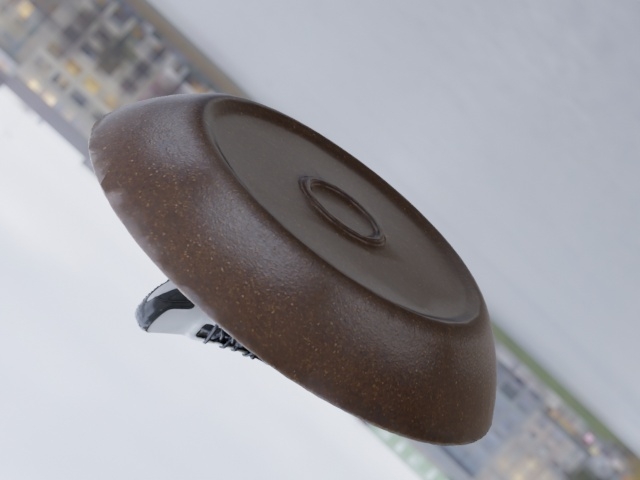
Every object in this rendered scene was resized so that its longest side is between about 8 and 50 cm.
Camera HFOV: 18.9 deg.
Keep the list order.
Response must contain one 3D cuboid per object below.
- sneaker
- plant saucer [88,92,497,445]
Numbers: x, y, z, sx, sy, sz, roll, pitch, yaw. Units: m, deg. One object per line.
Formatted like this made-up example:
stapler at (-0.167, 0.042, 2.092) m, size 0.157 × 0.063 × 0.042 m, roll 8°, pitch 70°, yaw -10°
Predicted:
sneaker at (-0.039, 0.040, 0.957) m, size 0.040 × 0.109 × 0.044 m, roll -49°, pitch 48°, yaw 54°
plant saucer at (0.000, 0.000, 0.761) m, size 0.198 × 0.036 × 0.198 m, roll 34°, pitch -161°, yaw -14°
